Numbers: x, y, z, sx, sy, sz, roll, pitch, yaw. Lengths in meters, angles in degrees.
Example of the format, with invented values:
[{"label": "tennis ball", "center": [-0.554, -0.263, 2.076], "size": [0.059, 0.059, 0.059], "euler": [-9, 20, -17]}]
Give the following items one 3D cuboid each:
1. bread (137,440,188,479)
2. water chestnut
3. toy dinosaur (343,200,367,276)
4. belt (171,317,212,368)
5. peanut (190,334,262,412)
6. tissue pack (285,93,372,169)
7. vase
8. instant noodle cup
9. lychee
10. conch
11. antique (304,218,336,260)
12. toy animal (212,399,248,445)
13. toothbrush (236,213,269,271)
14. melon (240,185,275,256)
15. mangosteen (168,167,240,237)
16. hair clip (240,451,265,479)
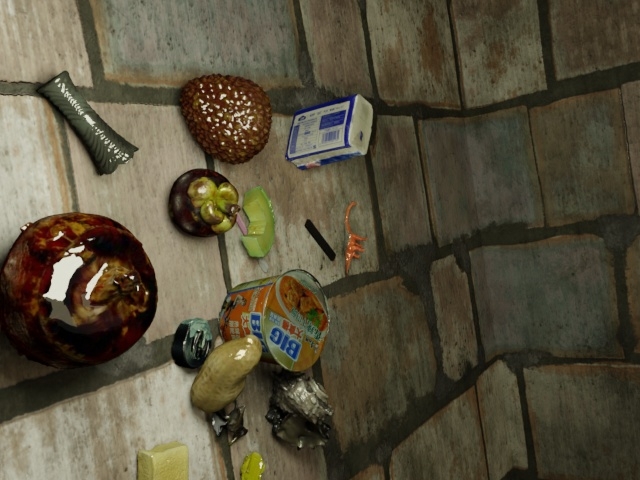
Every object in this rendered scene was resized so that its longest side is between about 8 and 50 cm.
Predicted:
[{"label": "bread", "center": [-0.390, 0.606, 1.529], "size": [0.125, 0.068, 0.188], "euler": [4, 81, -52]}, {"label": "water chestnut", "center": [-0.488, 0.103, 1.280], "size": [0.350, 0.302, 0.350], "euler": [6, 82, -56]}, {"label": "toy dinosaur", "center": [0.123, -0.005, 2.295], "size": [0.101, 0.055, 0.279], "euler": [18, 72, -26]}, {"label": "belt", "center": [-0.341, 0.275, 1.647], "size": [0.105, 0.058, 0.140], "euler": [32, 60, -50]}, {"label": "peanut", "center": [-0.249, 0.348, 1.625], "size": [0.137, 0.122, 0.253], "euler": [10, 121, -44]}, {"label": "tissue pack", "center": [0.031, -0.355, 2.053], "size": [0.137, 0.270, 0.209], "euler": [38, 53, -45]}, {"label": "vase", "center": [-0.543, -0.276, 1.433], "size": [0.237, 0.115, 0.115], "euler": [57, 45, -28]}, {"label": "instant noodle cup", "center": [-0.143, 0.232, 1.785], "size": [0.296, 0.214, 0.296], "euler": [11, 76, -52]}, {"label": "lychee", "center": [-0.265, -0.349, 1.704], "size": [0.271, 0.271, 0.271], "euler": [10, 77, -52]}, {"label": "conch", "center": [-0.046, 0.499, 1.861], "size": [0.186, 0.241, 0.313], "euler": [-22, 116, -38]}, {"label": "antique", "center": [0.000, 0.000, 2.168], "size": [0.192, 0.015, 0.031], "euler": [53, 48, -33]}, {"label": "toy animal", "center": [-0.241, 0.514, 1.728], "size": [0.105, 0.070, 0.202], "euler": [-35, 143, -11]}, {"label": "toothbrush", "center": [-0.225, -0.021, 1.874], "size": [0.286, 0.020, 0.025], "euler": [63, 33, -26]}, {"label": "melon", "center": [-0.191, -0.048, 1.865], "size": [0.118, 0.064, 0.209], "euler": [50, 37, -50]}, {"label": "mangosteen", "center": [-0.293, -0.100, 1.636], "size": [0.192, 0.217, 0.192], "euler": [-3, 93, -50]}, {"label": "hair clip", "center": [-0.200, 0.684, 1.752], "size": [0.072, 0.046, 0.173], "euler": [34, 34, -18]}]
